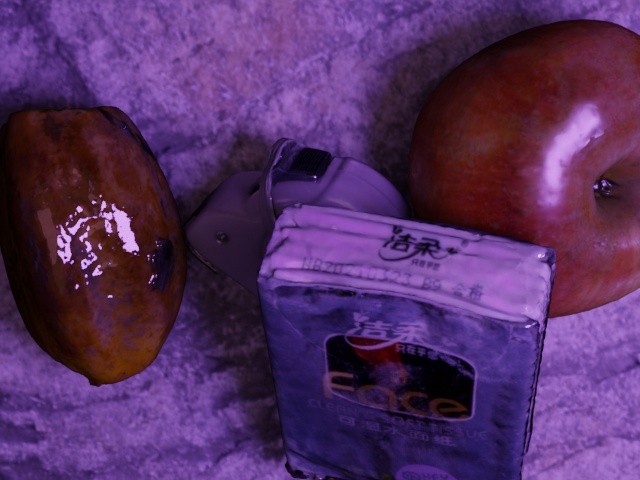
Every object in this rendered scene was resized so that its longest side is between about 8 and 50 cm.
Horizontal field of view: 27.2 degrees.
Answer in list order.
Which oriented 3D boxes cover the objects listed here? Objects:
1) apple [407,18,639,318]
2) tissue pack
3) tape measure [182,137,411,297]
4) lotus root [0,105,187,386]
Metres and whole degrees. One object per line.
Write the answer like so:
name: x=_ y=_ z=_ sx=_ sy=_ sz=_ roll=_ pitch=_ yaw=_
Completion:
apple: x=0.220 y=-0.074 z=1.311 sx=0.302 sy=0.301 sz=0.301 roll=0 pitch=100 yaw=0
tissue pack: x=0.083 y=0.121 z=1.273 sx=0.259 sy=0.361 sz=0.122 roll=9 pitch=55 yaw=9
tape measure: x=0.000 y=0.000 z=1.358 sx=0.236 sy=0.120 sz=0.197 roll=39 pitch=130 yaw=-8
lotus root: x=-0.231 y=0.002 z=1.349 sx=0.193 sy=0.193 sz=0.290 roll=-11 pitch=97 yaw=1
